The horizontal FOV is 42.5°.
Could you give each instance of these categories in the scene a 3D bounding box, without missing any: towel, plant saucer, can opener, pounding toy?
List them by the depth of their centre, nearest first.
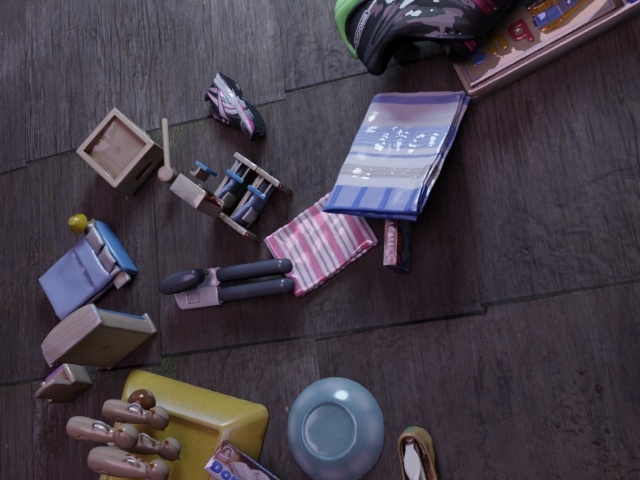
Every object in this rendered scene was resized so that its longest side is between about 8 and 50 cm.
[{"bbox_3d":[0.137,-0.162,1.504,0.209,0.034,0.285,6,59,35],"label":"towel"},{"bbox_3d":[0.021,0.348,1.507,0.194,0.037,0.195,-5,77,20],"label":"plant saucer"},{"bbox_3d":[-0.295,0.445,1.589,0.332,0.081,0.333,11,83,23],"label":"plant saucer"},{"bbox_3d":[0.000,0.000,1.595,0.197,0.029,0.144,-35,69,11],"label":"towel"},{"bbox_3d":[-0.189,0.085,1.609,0.283,0.095,0.076,-10,83,30],"label":"can opener"},{"bbox_3d":[-0.376,-0.183,1.755,0.206,0.094,0.181,41,90,15],"label":"pounding toy"}]

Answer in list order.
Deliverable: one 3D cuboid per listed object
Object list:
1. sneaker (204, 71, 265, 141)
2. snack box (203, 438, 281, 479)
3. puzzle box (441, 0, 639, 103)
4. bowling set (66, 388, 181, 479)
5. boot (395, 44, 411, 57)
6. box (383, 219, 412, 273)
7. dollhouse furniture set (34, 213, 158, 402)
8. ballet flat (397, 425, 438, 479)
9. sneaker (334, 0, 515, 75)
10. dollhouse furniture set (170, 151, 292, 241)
[{"bbox_3d":[-0.182,-0.264,1.713,0.077,0.072,0.178,-45,58,20],"label":"sneaker"},{"bbox_3d":[-0.124,0.443,1.507,0.178,0.022,0.064,37,84,-2],"label":"snack box"},{"bbox_3d":[0.404,-0.465,1.523,0.408,0.052,0.272,-28,70,14],"label":"puzzle box"},{"bbox_3d":[-0.316,0.350,1.484,0.154,0.287,0.200,7,47,17],"label":"bowling set"},{"bbox_3d":[0.153,-0.428,1.622,0.114,0.037,0.106,44,109,27],"label":"boot"},{"bbox_3d":[0.143,-0.013,1.505,0.027,0.094,0.137,-1,78,21],"label":"box"},{"bbox_3d":[-0.538,0.126,1.690,0.286,0.198,0.303,-39,67,10],"label":"dollhouse furniture set"},{"bbox_3d":[0.172,0.437,1.407,0.080,0.073,0.232,-19,73,18],"label":"ballet flat"},{"bbox_3d":[0.268,-0.433,1.470,0.482,0.185,0.202,-19,90,20],"label":"sneaker"},{"bbox_3d":[-0.168,-0.097,1.597,0.129,0.183,0.129,35,93,24],"label":"dollhouse furniture set"}]
